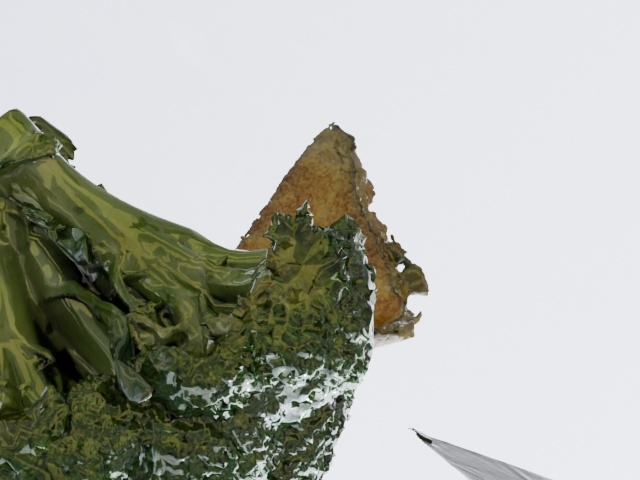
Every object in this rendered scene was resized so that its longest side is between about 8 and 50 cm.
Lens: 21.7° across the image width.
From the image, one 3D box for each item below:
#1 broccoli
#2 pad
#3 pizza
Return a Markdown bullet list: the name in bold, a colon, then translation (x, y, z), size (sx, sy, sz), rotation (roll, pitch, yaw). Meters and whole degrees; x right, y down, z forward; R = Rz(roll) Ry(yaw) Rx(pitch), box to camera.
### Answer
- **broccoli**: translation (-0.122, 0.068, 0.907), size (0.321, 0.304, 0.283), rotation (-30, -93, -31)
- **pad**: translation (0.172, 0.203, 1.388), size (0.193, 0.004, 0.116), rotation (23, -174, -27)
- **pizza**: translation (0.000, 0.000, 1.320), size (0.185, 0.052, 0.195), rotation (5, -113, 11)
